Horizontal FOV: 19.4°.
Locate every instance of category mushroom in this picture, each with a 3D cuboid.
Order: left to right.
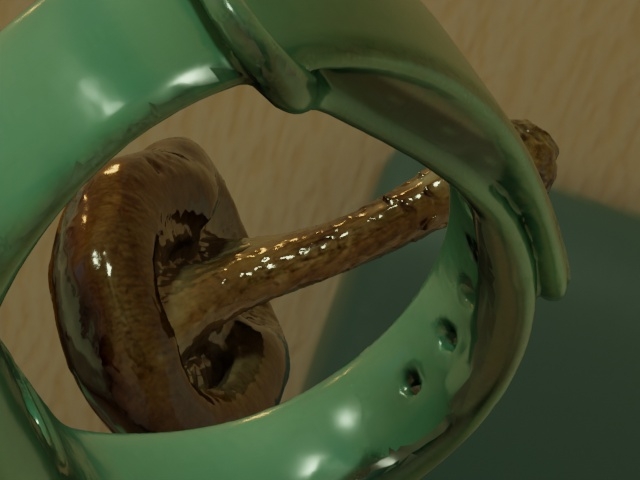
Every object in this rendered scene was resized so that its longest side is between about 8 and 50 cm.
[{"bbox_3d":[0.000,0.000,0.827,0.217,0.148,0.227,-21,14,14],"label":"mushroom"}]

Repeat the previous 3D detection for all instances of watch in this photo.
[{"bbox_3d":[-0.029,0.014,0.514,0.195,0.237,0.068,-26,54,-5],"label":"watch"}]
